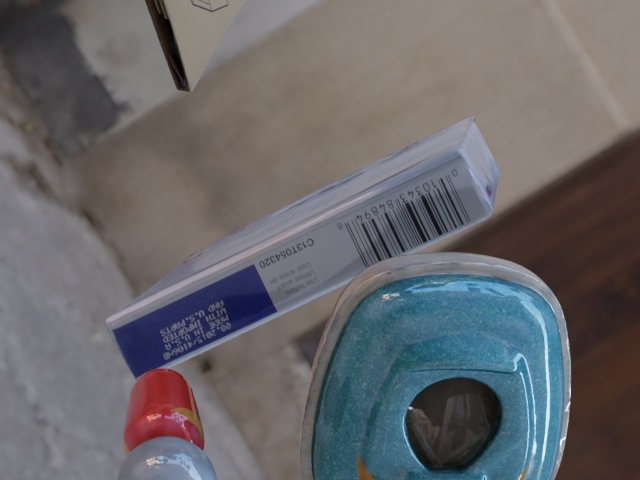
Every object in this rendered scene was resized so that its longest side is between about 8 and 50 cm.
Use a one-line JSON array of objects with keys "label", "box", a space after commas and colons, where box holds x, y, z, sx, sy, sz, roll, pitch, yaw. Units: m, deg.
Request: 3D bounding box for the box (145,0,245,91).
[{"label": "box", "box": [-0.102, -0.260, 1.609, 0.164, 0.021, 0.201, 73, 33, -45]}]

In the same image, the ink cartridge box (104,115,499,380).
[{"label": "ink cartridge box", "box": [0.000, 0.000, 1.574, 0.071, 0.324, 0.330, 63, 11, -3]}]

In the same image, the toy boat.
[{"label": "toy boat", "box": [0.018, 0.142, 1.241, 0.148, 0.318, 0.268, -104, -167, -61]}]
